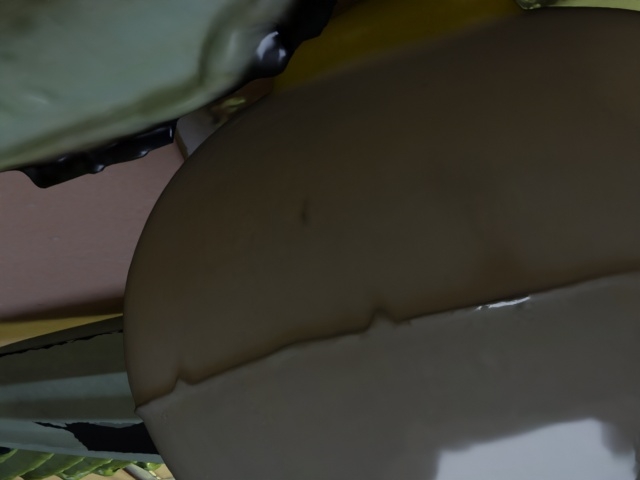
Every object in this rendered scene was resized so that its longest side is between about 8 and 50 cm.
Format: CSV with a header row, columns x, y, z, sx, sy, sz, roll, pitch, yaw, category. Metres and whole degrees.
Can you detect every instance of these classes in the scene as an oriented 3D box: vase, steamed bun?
x,y,z,sx,sy,sz,roll,pitch,yaw,category
-0.178,0.132,1.090,0.360,0.165,0.165,-4,161,4,vase
0.082,0.034,0.656,0.374,0.334,0.334,-13,160,16,steamed bun

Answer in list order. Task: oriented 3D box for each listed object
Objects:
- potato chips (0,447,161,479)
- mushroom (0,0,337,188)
x,y,z,sx,sy,sz,roll,pitch,yaw,category
-0.285,0.235,1.468,0.358,0.070,0.429,1,161,-29,potato chips
-0.145,-0.122,0.431,0.344,0.130,0.247,-24,139,37,mushroom
